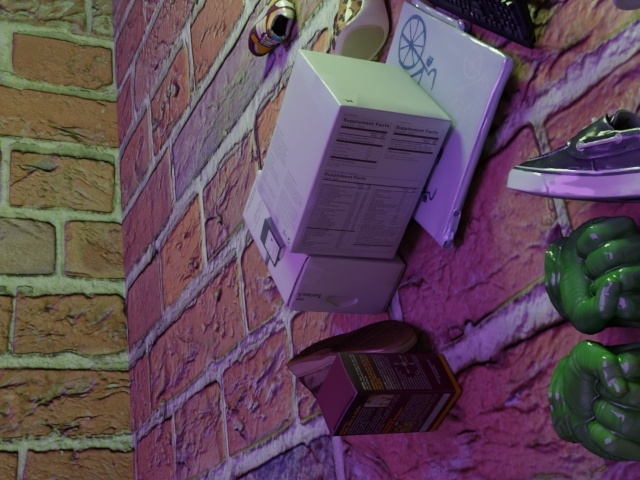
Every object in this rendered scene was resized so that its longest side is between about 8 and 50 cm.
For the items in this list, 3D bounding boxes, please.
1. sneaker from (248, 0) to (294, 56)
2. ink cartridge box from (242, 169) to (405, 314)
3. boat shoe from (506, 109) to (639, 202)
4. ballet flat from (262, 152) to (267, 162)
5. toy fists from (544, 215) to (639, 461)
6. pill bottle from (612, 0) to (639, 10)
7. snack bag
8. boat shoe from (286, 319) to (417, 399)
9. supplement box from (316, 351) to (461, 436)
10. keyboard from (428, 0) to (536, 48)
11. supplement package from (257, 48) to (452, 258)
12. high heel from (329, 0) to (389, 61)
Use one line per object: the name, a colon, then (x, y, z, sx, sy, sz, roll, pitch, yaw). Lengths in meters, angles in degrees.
sneaker: (-0.116, -0.477, 1.919, 0.185, 0.069, 0.084, 126, 144, -47)
ink cartridge box: (0.000, 0.000, 1.490, 0.273, 0.198, 0.115, 59, 135, 47)
boat shoe: (0.339, -0.097, 0.959, 0.301, 0.108, 0.102, 4, 89, 60)
ballet flat: (-0.044, -0.161, 1.747, 0.241, 0.091, 0.077, 9, 124, 66)
toy fists: (0.329, 0.110, 0.959, 0.142, 0.096, 0.279, -16, 71, 60)
pill bottle: (0.363, -0.337, 0.990, 0.065, 0.065, 0.116, -45, 47, 51)
snack bag: (0.178, -0.200, 1.355, 0.342, 0.037, 0.323, 50, 130, 54)
boat shoe: (0.067, 0.227, 1.450, 0.342, 0.123, 0.123, -25, 94, 53)
supplement box: (0.103, 0.233, 1.271, 0.104, 0.188, 0.081, -65, 33, 34)
keyboard: (0.197, -0.400, 1.227, 0.317, 0.033, 0.202, 48, 169, 53)
supplement package: (0.044, -0.136, 1.352, 0.199, 0.198, 0.263, 60, 139, 48)
high heel: (0.061, -0.433, 1.561, 0.261, 0.093, 0.186, -65, 29, 25)
